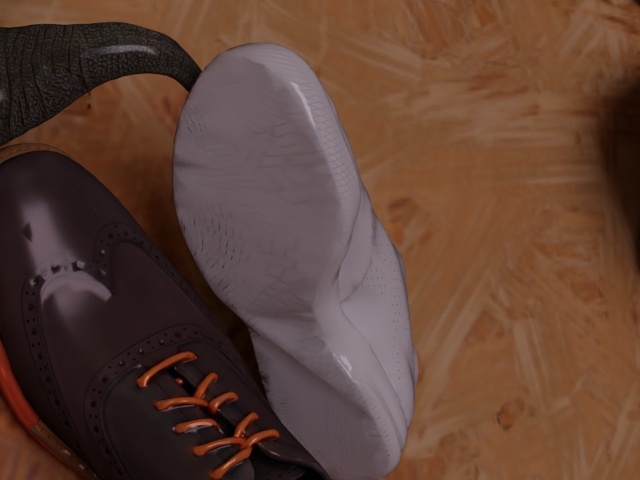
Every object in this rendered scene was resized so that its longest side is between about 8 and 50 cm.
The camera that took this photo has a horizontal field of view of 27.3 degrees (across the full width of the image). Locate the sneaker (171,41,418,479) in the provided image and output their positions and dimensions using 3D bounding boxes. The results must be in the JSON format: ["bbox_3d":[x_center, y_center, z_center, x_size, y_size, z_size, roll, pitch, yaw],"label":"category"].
[{"bbox_3d":[0.000,0.000,0.582,0.094,0.080,0.212,-55,139,-47],"label":"sneaker"}]

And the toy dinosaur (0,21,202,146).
[{"bbox_3d":[-0.193,-0.094,0.501,0.313,0.121,0.160,29,75,-31],"label":"toy dinosaur"}]

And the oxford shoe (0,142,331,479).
[{"bbox_3d":[-0.050,0.073,0.533,0.097,0.098,0.271,-35,96,-35],"label":"oxford shoe"}]
